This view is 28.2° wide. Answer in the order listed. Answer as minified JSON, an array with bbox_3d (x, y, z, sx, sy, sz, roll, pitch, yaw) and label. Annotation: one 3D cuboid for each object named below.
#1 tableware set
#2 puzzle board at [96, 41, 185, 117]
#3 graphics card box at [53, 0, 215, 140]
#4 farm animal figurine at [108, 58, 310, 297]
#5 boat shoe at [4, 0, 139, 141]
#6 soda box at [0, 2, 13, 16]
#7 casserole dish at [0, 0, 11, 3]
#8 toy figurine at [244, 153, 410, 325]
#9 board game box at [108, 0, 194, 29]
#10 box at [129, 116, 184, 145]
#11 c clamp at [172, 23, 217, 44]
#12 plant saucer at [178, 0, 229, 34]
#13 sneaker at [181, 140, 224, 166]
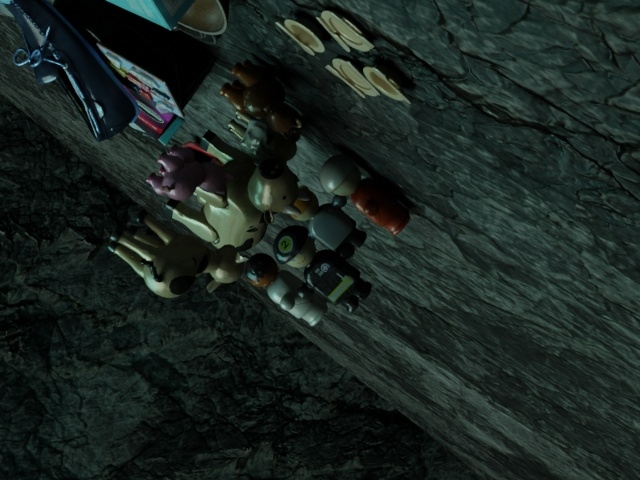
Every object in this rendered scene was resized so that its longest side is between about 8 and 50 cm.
[{"bbox_3d":[0.030,-0.200,1.393,0.141,0.020,0.168,42,169,-24],"label":"tableware set"},{"bbox_3d":[-0.252,-0.222,1.777,0.128,0.011,0.096,31,166,22],"label":"puzzle board"},{"bbox_3d":[-0.296,-0.279,1.948,0.232,0.094,0.371,40,168,-8],"label":"graphics card box"},{"bbox_3d":[-0.115,-0.051,1.684,0.172,0.330,0.327,34,169,3],"label":"farm animal figurine"},{"bbox_3d":[-0.363,-0.248,1.782,0.258,0.089,0.109,48,170,-14],"label":"boat shoe"},{"bbox_3d":[-0.524,-0.421,2.172,0.058,0.063,0.183,43,168,-30],"label":"soda box"},{"bbox_3d":[-0.394,-0.335,1.389,0.114,0.037,0.188,22,160,42],"label":"casserole dish"},{"bbox_3d":[0.000,0.000,1.812,0.148,0.213,0.209,37,155,-14],"label":"toy figurine"},{"bbox_3d":[-0.294,-0.371,1.284,0.336,0.079,0.254,28,163,29],"label":"board game box"},{"bbox_3d":[-0.362,-0.275,2.287,0.244,0.060,0.100,44,168,-34],"label":"box"},{"bbox_3d":[-0.204,-0.317,1.677,0.137,0.022,0.161,20,159,45],"label":"c clamp"},{"bbox_3d":[-0.218,-0.355,1.458,0.310,0.050,0.310,36,169,8],"label":"plant saucer"},{"bbox_3d":[-0.188,-0.112,2.374,0.208,0.081,0.094,35,168,12],"label":"sneaker"}]
